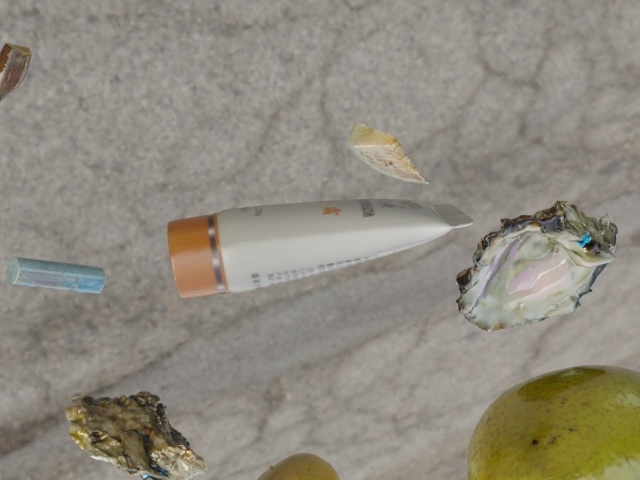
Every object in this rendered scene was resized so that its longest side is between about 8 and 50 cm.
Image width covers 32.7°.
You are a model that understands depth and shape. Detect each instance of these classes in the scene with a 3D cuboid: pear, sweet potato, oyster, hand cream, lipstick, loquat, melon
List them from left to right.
[{"bbox_3d":[-0.473,-0.242,1.639,0.049,0.049,0.117,27,85,-59],"label":"sweet potato"},{"bbox_3d":[-0.438,0.058,1.813,0.158,0.048,0.048,9,138,-40],"label":"lipstick"},{"bbox_3d":[-0.300,0.309,1.766,0.223,0.214,0.083,15,105,-25],"label":"oyster"},{"bbox_3d":[-0.044,0.446,1.890,0.149,0.204,0.172,38,96,-21],"label":"loquat"},{"bbox_3d":[0.000,0.000,1.148,0.314,0.089,0.139,-8,-169,-5],"label":"hand cream"},{"bbox_3d":[0.125,-0.143,1.913,0.098,0.054,0.182,12,165,29],"label":"melon"},{"bbox_3d":[0.283,0.027,1.398,0.260,0.092,0.198,-12,141,-15],"label":"oyster"},{"bbox_3d":[0.309,0.278,1.257,0.294,0.294,0.294,-21,154,-11],"label":"pear"}]
